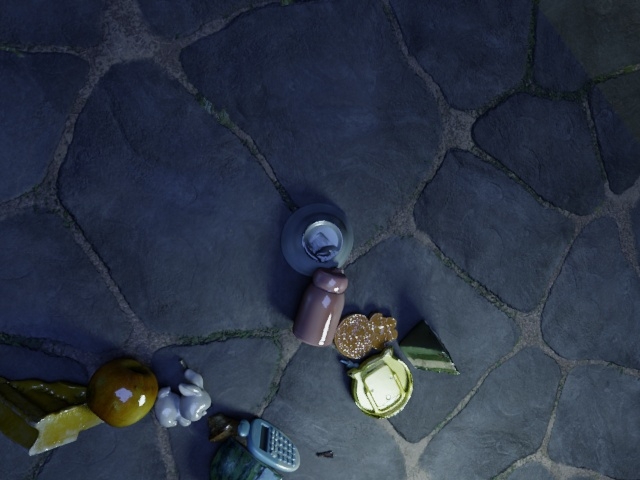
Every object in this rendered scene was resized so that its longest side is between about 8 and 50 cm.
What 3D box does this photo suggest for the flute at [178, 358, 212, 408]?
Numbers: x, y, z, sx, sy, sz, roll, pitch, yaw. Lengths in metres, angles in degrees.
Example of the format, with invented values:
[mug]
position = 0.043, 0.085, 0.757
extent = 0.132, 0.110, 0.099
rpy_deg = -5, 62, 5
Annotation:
[flute]
position = -0.494, 0.566, 1.717
extent = 0.027, 0.027, 0.232
rpy_deg = -31, 100, -11

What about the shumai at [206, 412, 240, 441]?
[shumai]
position = -0.379, 0.742, 1.728
extent = 0.123, 0.139, 0.105
rpy_deg = 22, 53, -42

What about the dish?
[dish]
position = 0.000, 0.000, 1.779
extent = 0.317, 0.106, 0.316
rpy_deg = -1, 93, -15

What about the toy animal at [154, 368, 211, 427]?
[toy animal]
position = -0.524, 0.607, 1.646
extent = 0.193, 0.127, 0.178
rpy_deg = -27, 97, 4

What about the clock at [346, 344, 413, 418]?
[clock]
position = 0.263, 0.624, 1.892
extent = 0.277, 0.071, 0.293
rpy_deg = -22, 99, -13

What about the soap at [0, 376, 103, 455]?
[soap]
position = -0.991, 0.585, 1.583
extent = 0.339, 0.304, 0.169
rpy_deg = 19, 95, 25

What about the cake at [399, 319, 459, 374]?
[cake]
position = 0.454, 0.492, 1.841
extent = 0.172, 0.283, 0.158
rpy_deg = -39, 101, 7

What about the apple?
[apple]
position = -0.711, 0.547, 1.560
extent = 0.237, 0.237, 0.207
rpy_deg = 35, 87, -13

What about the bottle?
[bottle]
position = 0.011, 0.253, 1.750
extent = 0.173, 0.206, 0.296
rpy_deg = 19, 100, 19

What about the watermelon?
[watermelon]
position = -0.296, 0.913, 1.720
extent = 0.262, 0.201, 0.212
rpy_deg = 37, 86, 14

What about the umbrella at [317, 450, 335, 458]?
[umbrella]
position = 0.026, 0.925, 1.874
extent = 0.083, 0.020, 0.031
rpy_deg = 6, 90, -10

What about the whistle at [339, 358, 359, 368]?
[whistle]
position = 0.129, 0.534, 1.873
extent = 0.100, 0.035, 0.035
rpy_deg = 25, 86, -13

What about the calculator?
[calculator]
position = -0.204, 0.806, 1.723
extent = 0.303, 0.188, 0.042
rpy_deg = 36, 104, -13

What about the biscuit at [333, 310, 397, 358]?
[biscuit]
position = 0.194, 0.400, 1.880
extent = 0.289, 0.044, 0.201
rpy_deg = -13, 96, -15
